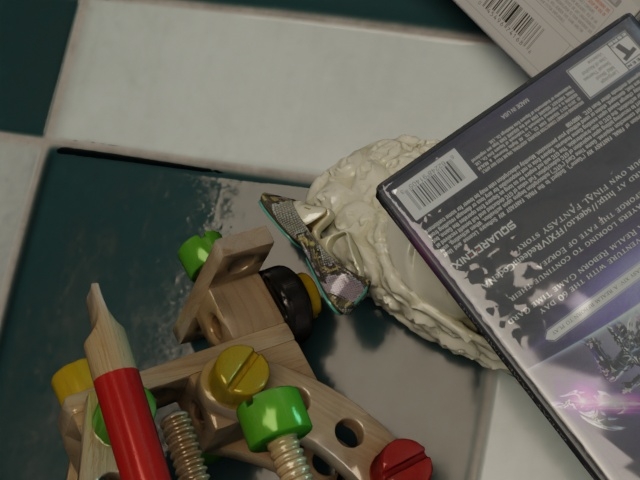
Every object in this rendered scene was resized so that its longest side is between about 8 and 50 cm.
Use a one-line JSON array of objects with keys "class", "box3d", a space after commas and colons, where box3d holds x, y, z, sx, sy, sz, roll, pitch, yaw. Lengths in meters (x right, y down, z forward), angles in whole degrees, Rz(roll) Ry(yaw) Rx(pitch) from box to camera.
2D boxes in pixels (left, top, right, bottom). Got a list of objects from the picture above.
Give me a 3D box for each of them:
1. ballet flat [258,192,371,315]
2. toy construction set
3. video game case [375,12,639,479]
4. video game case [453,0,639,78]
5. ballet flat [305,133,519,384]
[{"class": "ballet flat", "box3d": [0.000, 0.000, 0.823, 0.041, 0.041, 0.114, -36, 59, 0]}, {"class": "toy construction set", "box3d": [-0.085, 0.092, 0.746, 0.257, 0.309, 0.237, -20, 68, -3]}, {"class": "video game case", "box3d": [0.191, 0.021, 0.706, 0.196, 0.026, 0.274, -35, 76, -8]}, {"class": "video game case", "box3d": [0.165, -0.275, 0.845, 0.269, 0.061, 0.244, 49, 121, 17]}, {"class": "ballet flat", "box3d": [0.164, 0.036, 0.788, 0.409, 0.147, 0.147, 31, 83, 17]}]
